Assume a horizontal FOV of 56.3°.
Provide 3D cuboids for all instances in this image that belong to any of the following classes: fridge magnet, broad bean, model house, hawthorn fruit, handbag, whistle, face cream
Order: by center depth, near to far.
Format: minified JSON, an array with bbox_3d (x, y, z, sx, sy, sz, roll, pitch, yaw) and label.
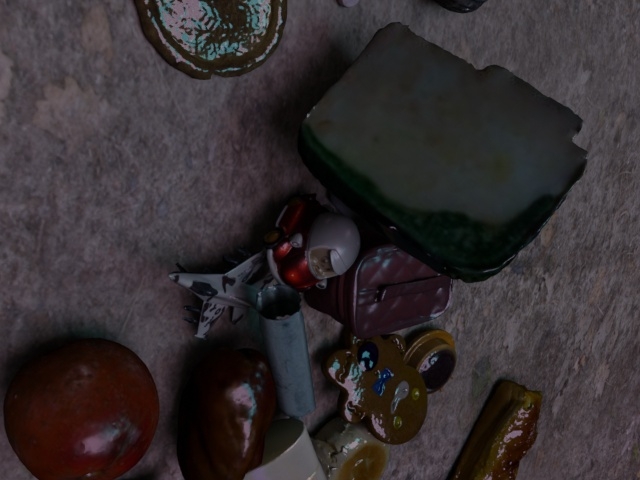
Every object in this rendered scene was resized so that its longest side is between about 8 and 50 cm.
[{"bbox_3d":[-0.267,0.199,0.685,0.173,0.173,0.173,-15,118,-32],"label":"hawthorn fruit"},{"bbox_3d":[0.154,-0.083,0.805,0.243,0.298,0.284,-51,167,-5],"label":"model house"},{"bbox_3d":[-0.127,0.255,0.823,0.122,0.156,0.229,2,102,-33],"label":"broad bean"},{"bbox_3d":[-0.043,0.182,0.864,0.062,0.062,0.312,-31,141,-23],"label":"whistle"},{"bbox_3d":[0.097,0.057,0.922,0.225,0.135,0.146,-5,108,-35],"label":"handbag"},{"bbox_3d":[-0.064,0.438,0.981,0.173,0.081,0.349,-17,122,0],"label":"face cream"},{"bbox_3d":[0.201,0.233,1.122,0.143,0.063,0.143,-16,121,-30],"label":"fridge magnet"}]

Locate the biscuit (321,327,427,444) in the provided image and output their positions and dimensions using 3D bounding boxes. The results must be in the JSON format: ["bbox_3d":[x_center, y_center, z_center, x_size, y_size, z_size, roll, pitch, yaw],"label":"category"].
[{"bbox_3d":[0.103,0.244,1.014,0.236,0.039,0.180,50,60,-22],"label":"biscuit"}]

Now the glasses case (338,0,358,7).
[{"bbox_3d":[0.029,-0.344,0.772,0.032,0.021,0.083,-36,126,-17],"label":"glasses case"}]

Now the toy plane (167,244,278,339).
[{"bbox_3d":[-0.133,0.060,0.783,0.160,0.082,0.234,-51,143,3],"label":"toy plane"}]

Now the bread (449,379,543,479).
[{"bbox_3d":[0.406,0.506,1.367,0.185,0.109,0.380,24,92,-40],"label":"bread"}]

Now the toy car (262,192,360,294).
[{"bbox_3d":[0.000,0.000,0.812,0.112,0.112,0.139,60,39,-43],"label":"toy car"}]

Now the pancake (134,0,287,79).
[{"bbox_3d":[-0.120,-0.280,0.687,0.199,0.021,0.199,-15,118,-30],"label":"pancake"}]

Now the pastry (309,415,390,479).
[{"bbox_3d":[0.046,0.380,1.054,0.165,0.088,0.166,-12,113,-32],"label":"pastry"}]

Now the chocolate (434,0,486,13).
[{"bbox_3d":[0.148,-0.375,0.797,0.248,0.110,0.110,7,104,-39],"label":"chocolate"}]
